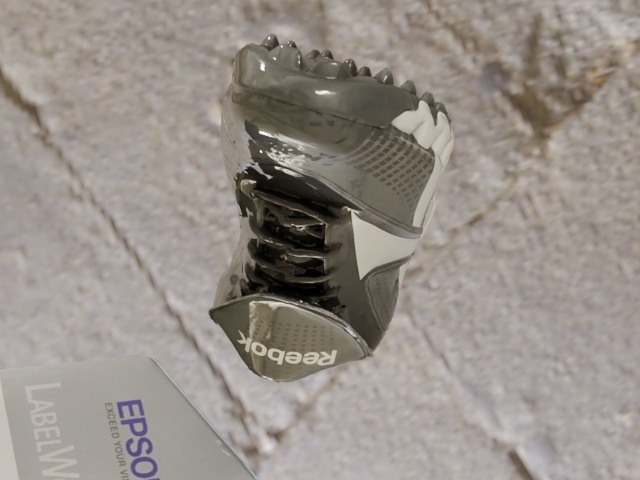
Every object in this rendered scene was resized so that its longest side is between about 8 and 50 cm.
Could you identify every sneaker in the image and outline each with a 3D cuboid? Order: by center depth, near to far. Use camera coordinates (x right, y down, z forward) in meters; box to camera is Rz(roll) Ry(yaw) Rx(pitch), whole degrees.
[{"bbox_3d":[0.000,0.000,0.693,0.078,0.234,0.106,17,81,7],"label":"sneaker"}]

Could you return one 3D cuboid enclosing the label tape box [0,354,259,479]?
[{"bbox_3d":[-0.140,0.167,0.861,0.249,0.348,0.115,107,151,-51],"label":"label tape box"}]
